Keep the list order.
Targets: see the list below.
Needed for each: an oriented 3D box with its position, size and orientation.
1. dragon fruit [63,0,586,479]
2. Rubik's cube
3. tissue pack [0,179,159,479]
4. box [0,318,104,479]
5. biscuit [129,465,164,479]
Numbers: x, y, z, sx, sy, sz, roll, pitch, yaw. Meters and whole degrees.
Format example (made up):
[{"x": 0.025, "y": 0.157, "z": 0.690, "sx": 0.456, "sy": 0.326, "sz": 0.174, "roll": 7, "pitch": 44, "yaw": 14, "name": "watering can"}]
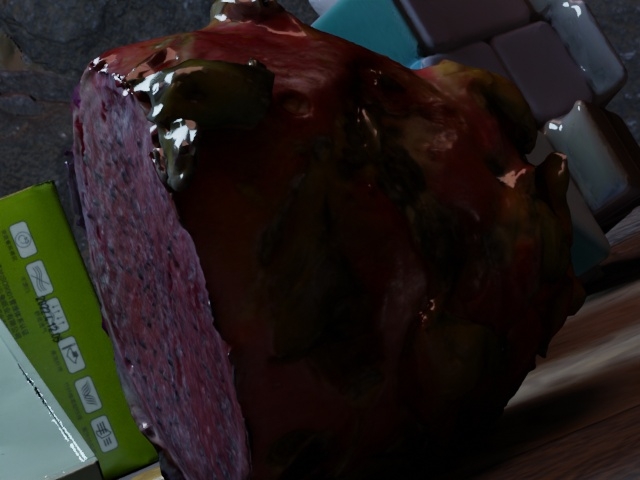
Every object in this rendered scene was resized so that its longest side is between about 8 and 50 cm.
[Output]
[{"x": 0.015, "y": -0.007, "z": 1.102, "sx": 0.262, "sy": 0.296, "sz": 0.314, "roll": -19, "pitch": 8, "yaw": -18, "name": "dragon fruit"}, {"x": 0.115, "y": -0.086, "z": 1.770, "sx": 0.368, "sy": 0.358, "sz": 0.387, "roll": -21, "pitch": -11, "yaw": -43, "name": "Rubik's cube"}, {"x": -0.292, "y": 0.109, "z": 1.767, "sx": 0.200, "sy": 0.275, "sz": 0.167, "roll": -22, "pitch": 0, "yaw": -13, "name": "tissue pack"}, {"x": -0.213, "y": 0.143, "z": 1.140, "sx": 0.129, "sy": 0.086, "sz": 0.225, "roll": -23, "pitch": 28, "yaw": -15, "name": "box"}, {"x": -0.082, "y": 0.166, "z": 1.369, "sx": 0.162, "sy": 0.035, "sz": 0.250, "roll": -17, "pitch": 0, "yaw": 10, "name": "biscuit"}]
